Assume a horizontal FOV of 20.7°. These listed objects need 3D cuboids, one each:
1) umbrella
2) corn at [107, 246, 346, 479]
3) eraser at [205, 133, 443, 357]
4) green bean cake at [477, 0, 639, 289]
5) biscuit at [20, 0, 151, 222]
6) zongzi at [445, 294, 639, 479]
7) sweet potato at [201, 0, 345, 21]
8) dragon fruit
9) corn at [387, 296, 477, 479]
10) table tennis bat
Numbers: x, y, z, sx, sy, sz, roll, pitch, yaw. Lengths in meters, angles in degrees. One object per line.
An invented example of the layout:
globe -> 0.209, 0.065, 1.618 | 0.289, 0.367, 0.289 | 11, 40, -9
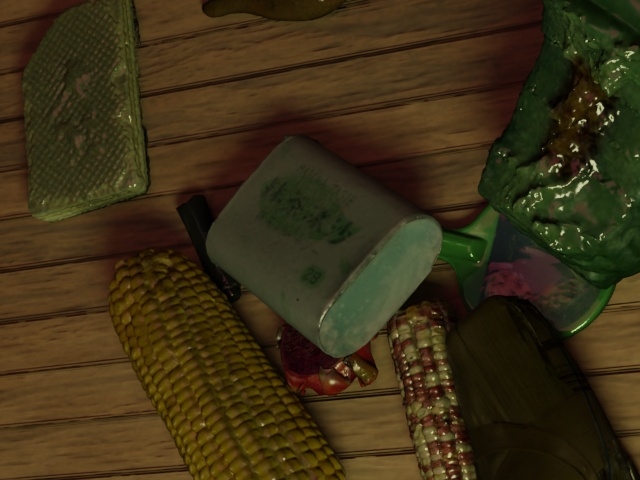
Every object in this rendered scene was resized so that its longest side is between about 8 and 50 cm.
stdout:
umbrella -> -0.121, 0.010, 1.923 | 0.036, 0.031, 0.133 | -46, 58, 39
corn -> -0.098, 0.172, 1.809 | 0.144, 0.144, 0.387 | -43, 58, 10
eraser -> 0.000, 0.000, 1.792 | 0.174, 0.081, 0.227 | -51, 41, -3
green bean cake -> 0.285, -0.126, 1.590 | 0.169, 0.300, 0.308 | 41, 91, 29
biscuit -> -0.277, -0.157, 2.033 | 0.150, 0.052, 0.252 | -13, 71, 24
zongzi -> 0.169, 0.167, 1.577 | 0.123, 0.289, 0.260 | -33, 72, 21
sweet potato -> -0.030, -0.273, 1.938 | 0.249, 0.059, 0.069 | -13, 51, 27
dragon fruit -> 0.012, 0.114, 1.800 | 0.112, 0.068, 0.126 | -46, 39, -1
corn -> 0.118, 0.172, 1.738 | 0.079, 0.079, 0.237 | -16, 73, 22
table tennis bat -> 0.176, 0.016, 1.770 | 0.257, 0.039, 0.160 | 13, 81, 26
